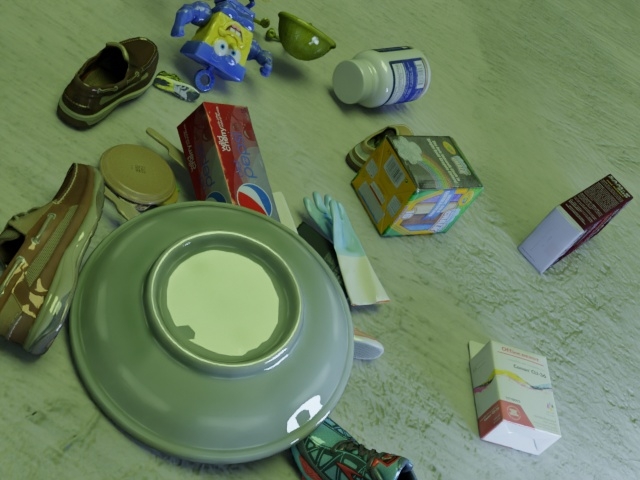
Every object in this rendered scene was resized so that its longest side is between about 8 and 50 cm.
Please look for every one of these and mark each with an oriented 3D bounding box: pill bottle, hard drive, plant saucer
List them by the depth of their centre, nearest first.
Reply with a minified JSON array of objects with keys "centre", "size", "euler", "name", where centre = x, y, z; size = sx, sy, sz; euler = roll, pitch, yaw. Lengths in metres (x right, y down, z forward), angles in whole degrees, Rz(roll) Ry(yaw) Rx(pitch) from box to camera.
[{"centre":[-0.136,0.098,1.530],"size":[0.400,0.100,0.400],"euler":[8,57,-13],"name":"plant saucer"},{"centre":[0.002,0.036,1.835],"size":[0.135,0.022,0.094],"euler":[38,40,0],"name":"hard drive"},{"centre":[0.116,-0.316,2.186],"size":[0.187,0.112,0.112],"euler":[-15,62,-44],"name":"pill bottle"}]

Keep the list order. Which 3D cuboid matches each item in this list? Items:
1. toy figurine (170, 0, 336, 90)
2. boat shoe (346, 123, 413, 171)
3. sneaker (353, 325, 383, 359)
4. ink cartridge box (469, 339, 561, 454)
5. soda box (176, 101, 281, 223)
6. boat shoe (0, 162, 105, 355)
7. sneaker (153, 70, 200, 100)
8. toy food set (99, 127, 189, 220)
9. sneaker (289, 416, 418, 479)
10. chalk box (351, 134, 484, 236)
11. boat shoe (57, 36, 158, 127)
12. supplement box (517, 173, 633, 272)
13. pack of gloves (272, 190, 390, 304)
[{"centre":[-0.167,-0.354,2.027],"size":[0.362,0.191,0.217],"euler":[30,75,-37],"name":"toy figurine"},{"centre":[0.127,-0.184,2.097],"size":[0.068,0.072,0.190],"euler":[44,40,8],"name":"boat shoe"},{"centre":[0.036,0.137,1.741],"size":[0.134,0.051,0.070],"euler":[16,50,-19],"name":"sneaker"},{"centre":[0.313,0.238,1.835],"size":[0.115,0.067,0.198],"euler":[18,43,-21],"name":"ink cartridge box"},{"centre":[-0.138,-0.081,1.752],"size":[0.092,0.083,0.263],"euler":[1,64,-41],"name":"soda box"},{"centre":[-0.374,0.003,1.517],"size":[0.116,0.123,0.324],"euler":[22,40,-15],"name":"boat shoe"},{"centre":[-0.245,-0.270,1.937],"size":[0.083,0.031,0.035],"euler":[23,41,-17],"name":"sneaker"},{"centre":[-0.282,-0.094,1.740],"size":[0.132,0.038,0.192],"euler":[40,40,7],"name":"toy food set"},{"centre":[0.073,0.313,1.542],"size":[0.262,0.125,0.104],"euler":[43,39,6],"name":"sneaker"},{"centre":[0.190,-0.099,2.020],"size":[0.213,0.132,0.132],"euler":[-2,53,-39],"name":"chalk box"},{"centre":[-0.327,-0.278,1.827],"size":[0.095,0.095,0.257],"euler":[28,40,0],"name":"boat shoe"},{"centre":[0.496,-0.035,2.184],"size":[0.073,0.130,0.239],"euler":[48,42,13],"name":"supplement box"},{"centre":[0.000,0.000,1.814],"size":[0.195,0.046,0.232],"euler":[-1,52,-38],"name":"pack of gloves"}]
